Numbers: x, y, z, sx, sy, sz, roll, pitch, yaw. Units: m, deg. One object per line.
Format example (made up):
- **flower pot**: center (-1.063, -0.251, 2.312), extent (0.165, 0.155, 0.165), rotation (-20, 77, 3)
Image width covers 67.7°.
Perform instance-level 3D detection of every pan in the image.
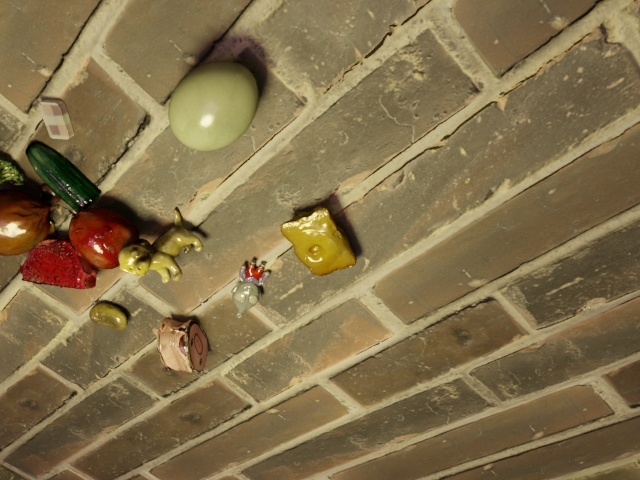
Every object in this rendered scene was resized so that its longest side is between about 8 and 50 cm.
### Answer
- **pan**: center (-0.845, -0.124, 1.486), extent (0.069, 0.023, 0.115), rotation (21, 125, -6)

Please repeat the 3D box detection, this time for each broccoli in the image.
- **broccoli**: center (-0.937, -0.182, 1.362), extent (0.118, 0.204, 0.122), rotation (-28, 119, -10)

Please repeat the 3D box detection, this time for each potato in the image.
- **potato**: center (-0.757, 0.271, 1.716), extent (0.138, 0.070, 0.091), rotation (20, 124, -6)

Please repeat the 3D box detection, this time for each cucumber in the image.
- **cucumber**: center (-0.774, -0.180, 1.414), extent (0.115, 0.063, 0.244), rotation (-31, 113, 26)

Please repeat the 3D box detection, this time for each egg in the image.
- **egg**: center (-0.255, -0.321, 1.143), extent (0.253, 0.186, 0.186), rotation (-31, 114, 31)

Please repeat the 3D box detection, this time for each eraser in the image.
- **eraser**: center (-0.728, -0.333, 1.319), extent (0.065, 0.026, 0.105), rotation (7, 125, 9)

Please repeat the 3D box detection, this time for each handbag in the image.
- **handbag**: center (-0.482, 0.366, 1.673), extent (0.117, 0.179, 0.205), rotation (-5, 124, 6)

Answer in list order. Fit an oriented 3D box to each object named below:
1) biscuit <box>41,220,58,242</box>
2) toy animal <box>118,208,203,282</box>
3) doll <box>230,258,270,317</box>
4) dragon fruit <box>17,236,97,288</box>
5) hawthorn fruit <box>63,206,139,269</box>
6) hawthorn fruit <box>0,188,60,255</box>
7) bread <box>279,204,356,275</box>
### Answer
- **biscuit**: center (-0.920, -0.043, 1.558), extent (0.130, 0.019, 0.119), rotation (32, 124, -13)
- **toy animal**: center (-0.469, 0.039, 1.418), extent (0.121, 0.233, 0.168), rotation (0, 129, 53)
- **doll**: center (-0.234, 0.161, 1.547), extent (0.102, 0.075, 0.227), rotation (18, 114, -14)
- **dragon fruit**: center (-0.839, 0.085, 1.564), extent (0.262, 0.162, 0.189), rotation (4, 154, 11)
- **hawthorn fruit**: center (-0.665, -0.019, 1.421), extent (0.181, 0.181, 0.235), rotation (-36, 123, 29)
- **hawthorn fruit**: center (-0.903, -0.067, 1.424), extent (0.248, 0.208, 0.208), rotation (-20, 120, 5)
- **bread**: center (0.000, 0.000, 1.385), extent (0.161, 0.088, 0.233), rotation (-13, 124, 24)
